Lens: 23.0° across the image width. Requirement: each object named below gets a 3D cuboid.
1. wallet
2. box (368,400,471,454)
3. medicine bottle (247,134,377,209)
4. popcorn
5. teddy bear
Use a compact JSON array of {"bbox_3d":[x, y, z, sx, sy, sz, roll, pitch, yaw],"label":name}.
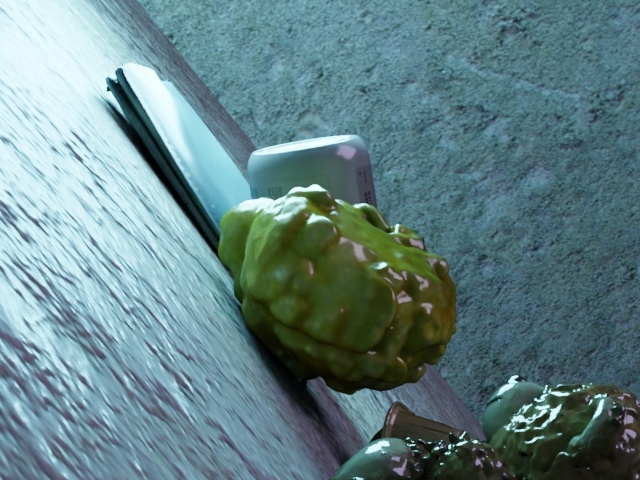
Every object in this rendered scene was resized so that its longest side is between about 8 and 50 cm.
[{"bbox_3d":[-0.136,-0.079,1.793,0.251,0.054,0.290,54,4,2],"label":"wallet"},{"bbox_3d":[0.095,0.221,1.505,0.111,0.111,0.177,55,3,27],"label":"box"},{"bbox_3d":[0.000,0.000,1.718,0.135,0.135,0.215,-101,-178,-82],"label":"medicine bottle"},{"bbox_3d":[0.006,0.053,1.538,0.266,0.192,0.233,27,5,32],"label":"popcorn"},{"bbox_3d":[0.152,0.195,1.269,0.156,0.256,0.267,59,5,15],"label":"teddy bear"}]
